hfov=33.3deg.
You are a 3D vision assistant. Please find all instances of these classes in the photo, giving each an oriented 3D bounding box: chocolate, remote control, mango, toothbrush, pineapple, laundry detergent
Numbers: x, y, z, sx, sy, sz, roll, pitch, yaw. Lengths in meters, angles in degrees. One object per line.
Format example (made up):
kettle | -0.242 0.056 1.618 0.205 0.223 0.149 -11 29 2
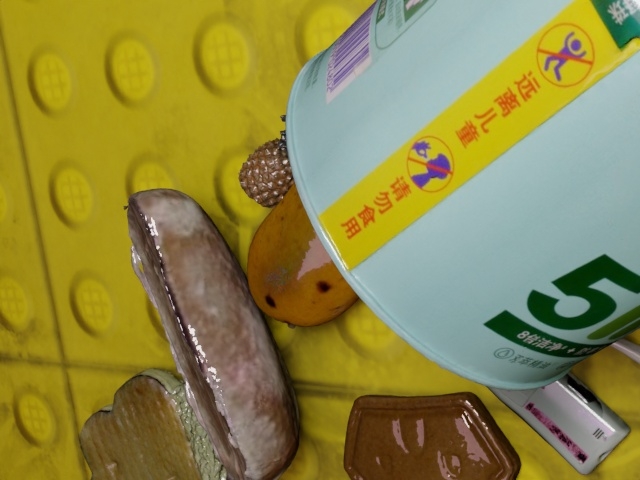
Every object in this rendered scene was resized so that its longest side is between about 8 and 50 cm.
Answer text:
chocolate | -0.099 0.089 1.030 0.303 0.100 0.185 65 167 2
remote control | 0.174 0.122 0.895 0.166 0.029 0.065 44 124 18
mango | 0.001 0.003 0.957 0.115 0.090 0.178 51 119 23
toothbrush | 0.208 0.070 0.864 0.204 0.017 0.022 28 138 29
pineapple | -0.022 -0.085 0.970 0.124 0.058 0.058 -45 75 32
laundry detergent | 0.179 -0.098 0.661 0.305 0.287 0.287 -39 79 38

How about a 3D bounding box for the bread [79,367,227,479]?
bread | -0.179 0.282 1.191 0.207 0.056 0.286 -13 95 36

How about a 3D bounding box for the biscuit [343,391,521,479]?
biscuit | 0.105 0.244 0.980 0.182 0.034 0.215 -8 98 38
